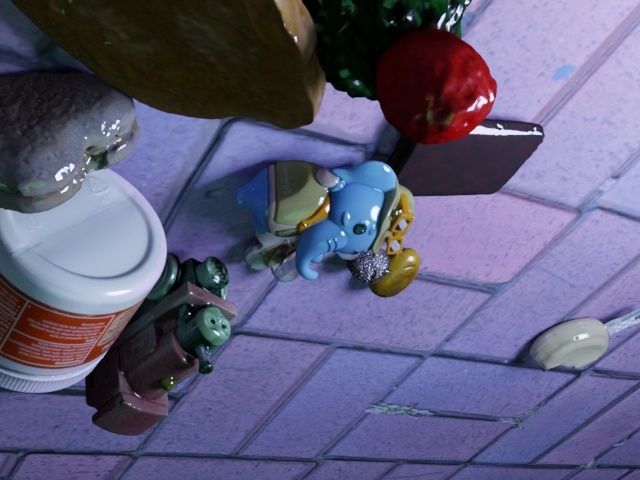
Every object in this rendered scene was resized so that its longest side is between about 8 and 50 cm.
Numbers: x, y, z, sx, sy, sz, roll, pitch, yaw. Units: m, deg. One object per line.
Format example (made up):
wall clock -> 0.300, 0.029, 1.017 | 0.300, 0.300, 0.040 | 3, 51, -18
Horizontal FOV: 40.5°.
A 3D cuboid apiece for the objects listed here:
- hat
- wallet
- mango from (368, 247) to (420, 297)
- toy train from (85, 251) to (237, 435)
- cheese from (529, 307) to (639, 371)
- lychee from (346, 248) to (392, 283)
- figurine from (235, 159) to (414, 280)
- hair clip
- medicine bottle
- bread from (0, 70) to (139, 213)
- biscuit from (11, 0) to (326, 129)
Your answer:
hat -> 0.091, -0.244, 0.927 | 0.242, 0.332, 0.274 | -36, 142, 10
wallet -> 0.221, -0.131, 1.369 | 0.229, 0.049, 0.182 | 0, 143, -24
mango -> 0.134, 0.058, 1.574 | 0.079, 0.057, 0.114 | 20, 122, -33
toy train -> -0.260, 0.161, 1.413 | 0.304, 0.221, 0.150 | -37, 137, 24
cheese -> 0.597, 0.209, 1.932 | 0.163, 0.070, 0.249 | 20, 130, -40
lychee -> 0.087, 0.042, 1.522 | 0.083, 0.067, 0.068 | 17, 90, -14
figurine -> 0.012, -0.040, 1.315 | 0.262, 0.154, 0.180 | -6, 112, 3
hair clip -> -0.001, -0.005, 1.431 | 0.257, 0.075, 0.146 | -25, 128, -1
medicine bottle -> -0.370, 0.043, 1.191 | 0.252, 0.252, 0.241 | 13, 135, -34
bread -> -0.390, -0.109, 1.049 | 0.337, 0.183, 0.102 | -6, 145, -8
biscuit -> -0.178, -0.254, 0.896 | 0.365, 0.062, 0.385 | 12, 158, 27
